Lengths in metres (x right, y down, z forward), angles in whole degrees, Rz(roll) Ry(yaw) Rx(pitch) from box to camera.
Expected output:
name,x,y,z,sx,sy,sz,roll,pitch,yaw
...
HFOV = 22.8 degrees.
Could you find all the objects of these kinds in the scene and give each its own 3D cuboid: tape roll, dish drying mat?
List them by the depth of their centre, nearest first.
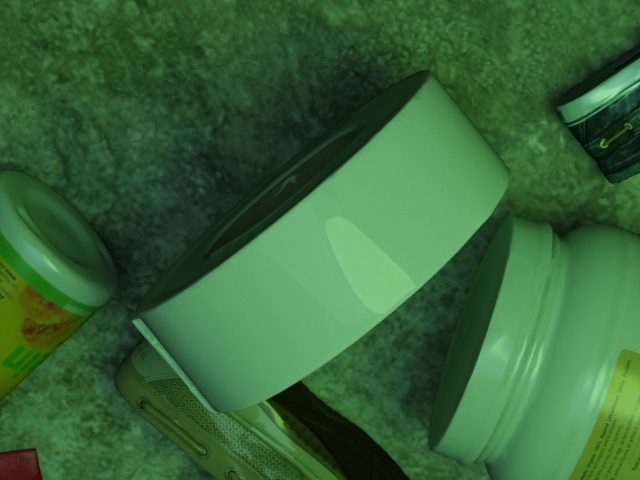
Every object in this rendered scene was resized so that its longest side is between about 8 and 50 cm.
name,x,y,z,sx,sy,sz,roll,pitch,yaw
tape roll,0.000,0.000,1.175,0.286,0.286,0.100,-38,99,11
dish drying mat,-0.286,0.202,1.384,0.083,0.008,0.032,-8,102,6

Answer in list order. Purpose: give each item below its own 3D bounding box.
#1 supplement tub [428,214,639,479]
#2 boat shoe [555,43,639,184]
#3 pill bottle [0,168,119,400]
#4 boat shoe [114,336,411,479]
name,x,y,z,sx,sy,sz,roll,pitch,yaw
supplement tub,0.261,0.120,1.215,0.316,0.228,0.228,19,104,-1
boat shoe,0.281,-0.122,1.243,0.183,0.065,0.083,-33,102,16
pill bottle,-0.294,0.070,1.286,0.246,0.136,0.136,-42,98,12
boat shoe,-0.023,0.197,1.316,0.341,0.121,0.110,46,107,3
